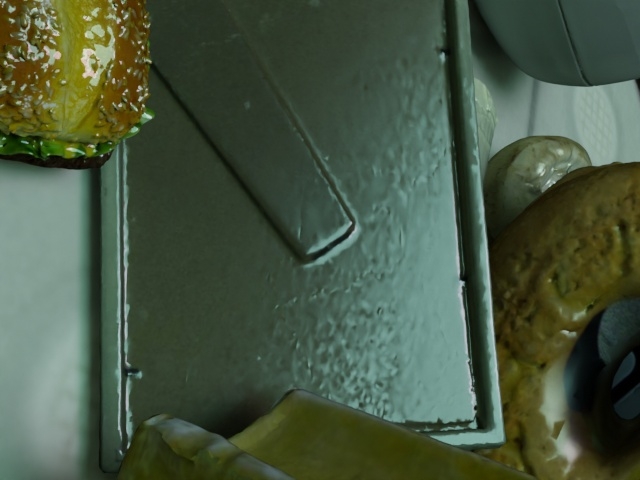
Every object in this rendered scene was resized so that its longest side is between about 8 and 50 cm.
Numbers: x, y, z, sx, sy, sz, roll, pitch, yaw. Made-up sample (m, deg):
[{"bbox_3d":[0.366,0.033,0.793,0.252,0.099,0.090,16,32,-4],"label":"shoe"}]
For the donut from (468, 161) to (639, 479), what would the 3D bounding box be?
[{"bbox_3d":[0.227,0.095,0.614,0.150,0.299,0.317,7,80,-67],"label":"donut"}]

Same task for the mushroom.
[{"bbox_3d":[0.202,-0.024,0.770,0.148,0.112,0.148,14,68,-38],"label":"mushroom"}]

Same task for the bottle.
[{"bbox_3d":[0.000,0.000,0.563,0.083,0.083,0.269,0,79,-48],"label":"bottle"}]

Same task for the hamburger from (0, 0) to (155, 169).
[{"bbox_3d":[-0.140,-0.121,0.429,0.137,0.087,0.166,5,78,-48],"label":"hamburger"}]

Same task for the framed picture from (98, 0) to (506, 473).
[{"bbox_3d":[-0.012,-0.032,0.512,0.240,0.020,0.324,-1,80,-14],"label":"framed picture"}]

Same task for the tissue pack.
[{"bbox_3d":[0.274,-0.310,0.831,0.229,0.236,0.333,59,45,-34],"label":"tissue pack"}]

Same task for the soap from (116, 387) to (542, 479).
[{"bbox_3d":[0.053,0.246,0.335,0.156,0.335,0.293,-6,104,-50],"label":"soap"}]

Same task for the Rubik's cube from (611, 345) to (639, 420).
[{"bbox_3d":[0.366,0.164,0.811,0.246,0.250,0.248,39,58,-36],"label":"Rubik's cube"}]

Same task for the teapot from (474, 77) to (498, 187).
[{"bbox_3d":[0.088,-0.022,0.677,0.107,0.077,0.200,57,43,-50],"label":"teapot"}]
